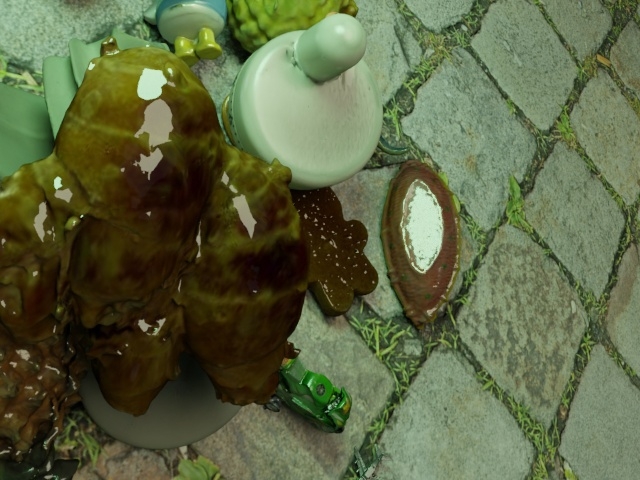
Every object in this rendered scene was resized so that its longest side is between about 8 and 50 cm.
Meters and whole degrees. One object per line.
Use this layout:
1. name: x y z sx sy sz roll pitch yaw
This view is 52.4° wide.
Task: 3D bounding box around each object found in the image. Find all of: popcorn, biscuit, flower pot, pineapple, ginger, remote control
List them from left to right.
1. pineapple: -0.329 0.176 0.648 0.223 0.223 0.357 -7 88 -37
2. flower pot: -0.326 -0.107 0.698 0.367 0.254 0.164 -5 64 -35
3. ginger: -0.137 0.017 0.609 0.357 0.152 0.274 51 62 -35
4. remote control: -0.163 0.096 0.782 0.221 0.103 0.332 14 99 -28
5. popcorn: -0.040 -0.387 1.056 0.237 0.206 0.251 -57 141 -49
6. biscuit: 0.000 0.000 1.038 0.180 0.039 0.236 -30 91 -37

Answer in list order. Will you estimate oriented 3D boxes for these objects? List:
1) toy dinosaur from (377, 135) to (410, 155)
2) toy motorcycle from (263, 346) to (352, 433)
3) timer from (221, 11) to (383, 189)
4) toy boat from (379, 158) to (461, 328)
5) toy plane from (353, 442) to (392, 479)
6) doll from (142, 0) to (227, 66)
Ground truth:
1. toy dinosaur: 0.069 -0.264 1.169 0.247 0.075 0.188 34 47 -15
2. toy motorcycle: -0.022 0.210 0.905 0.190 0.106 0.074 45 53 -16
3. timer: -0.011 -0.193 0.946 0.233 0.240 0.233 1 89 -26
4. toy boat: 0.175 -0.010 1.137 0.141 0.099 0.318 -2 70 7
5. toy plane: 0.073 0.347 0.978 0.078 0.024 0.084 43 52 7
6. doll: -0.194 -0.376 0.982 0.098 0.135 0.241 19 52 -36
